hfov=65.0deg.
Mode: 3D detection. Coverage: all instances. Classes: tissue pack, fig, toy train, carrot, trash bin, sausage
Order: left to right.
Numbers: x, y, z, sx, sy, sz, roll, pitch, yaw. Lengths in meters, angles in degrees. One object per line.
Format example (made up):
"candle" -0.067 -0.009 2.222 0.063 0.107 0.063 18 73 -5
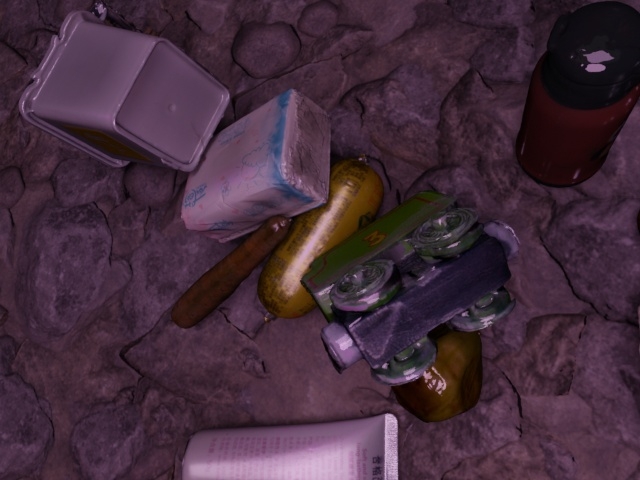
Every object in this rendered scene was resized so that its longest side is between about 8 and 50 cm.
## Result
"trash bin" -0.357 -0.290 0.962 0.368 0.256 0.296 21 81 41
"carrot" -0.159 0.055 0.906 0.342 0.070 0.070 -41 67 28
"tissue pack" -0.115 -0.126 0.898 0.271 0.124 0.201 -19 52 37
"sausage" 0.000 0.000 0.889 0.123 0.123 0.347 31 88 22
"toy train" 0.120 0.058 0.745 0.307 0.249 0.173 -33 110 -6
"fig" 0.181 0.196 0.776 0.154 0.144 0.165 33 74 -1

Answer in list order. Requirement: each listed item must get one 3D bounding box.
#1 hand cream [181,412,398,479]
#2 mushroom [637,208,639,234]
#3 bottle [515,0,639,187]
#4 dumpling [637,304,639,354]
"hand cream" -0.050 0.378 0.830 0.359 0.118 0.185 -2 72 9
"mushroom" 0.547 -0.020 0.762 0.123 0.052 0.123 -1 85 15
"bottle" 0.360 -0.192 0.711 0.144 0.336 0.144 -4 76 18
"dumpling" 0.592 0.176 0.608 0.395 0.233 0.315 30 80 32
